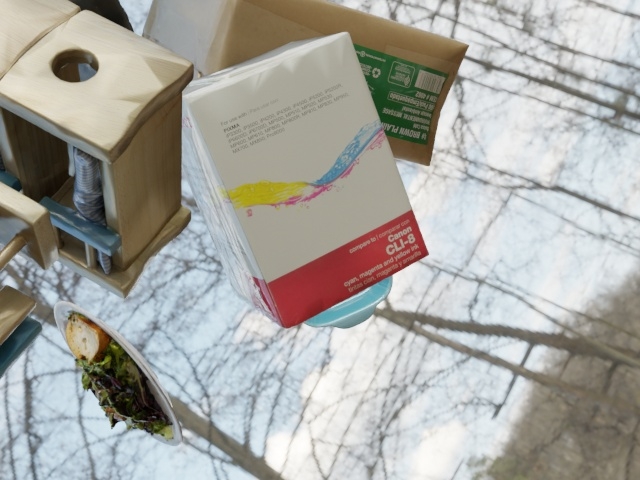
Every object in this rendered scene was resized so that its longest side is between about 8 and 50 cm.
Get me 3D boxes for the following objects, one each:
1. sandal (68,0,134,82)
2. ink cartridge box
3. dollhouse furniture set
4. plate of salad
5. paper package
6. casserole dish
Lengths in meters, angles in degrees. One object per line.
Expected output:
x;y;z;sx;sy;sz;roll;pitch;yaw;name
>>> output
-0.346;-0.254;0.723;0.107;0.446;0.167;-48;-21;-21;sandal
-0.025;-0.050;0.648;0.127;0.128;0.176;-26;-73;-15;ink cartridge box
-0.165;-0.014;0.410;0.183;0.129;0.129;-55;-12;-33;dollhouse furniture set
-0.223;0.149;0.922;0.048;0.200;0.199;-42;-33;-30;plate of salad
-0.033;-0.235;1.126;0.325;0.309;0.168;9;-73;-28;paper package
0.000;0.000;0.895;0.114;0.188;0.037;-24;8;-6;casserole dish
